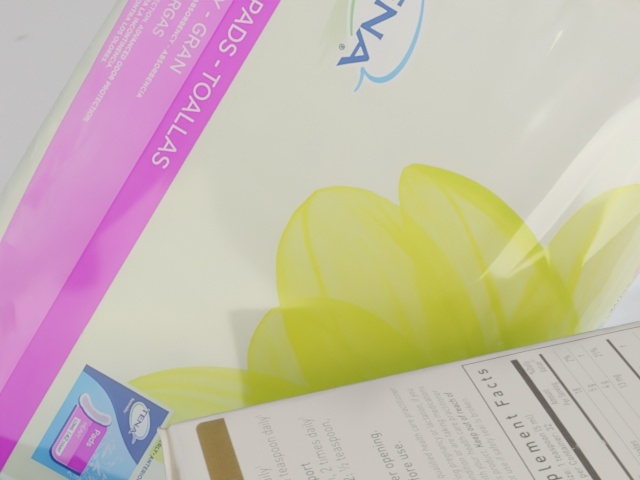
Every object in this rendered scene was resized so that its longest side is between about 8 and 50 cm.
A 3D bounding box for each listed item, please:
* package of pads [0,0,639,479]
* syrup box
[{"bbox_3d":[0.000,0.000,0.489,0.296,0.229,0.101,-59,-177,4],"label":"package of pads"},{"bbox_3d":[0.080,0.089,0.341,0.237,0.093,0.096,-11,-147,-13],"label":"syrup box"}]
